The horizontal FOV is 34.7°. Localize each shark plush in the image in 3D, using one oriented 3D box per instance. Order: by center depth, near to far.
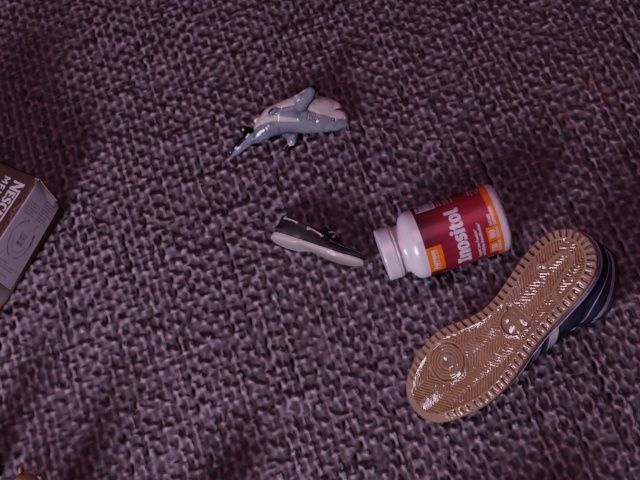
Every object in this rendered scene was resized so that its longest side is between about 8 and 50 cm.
[{"bbox_3d":[-0.047,-0.148,1.347,0.161,0.073,0.067,-25,95,-8],"label":"shark plush"}]

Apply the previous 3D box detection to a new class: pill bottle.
[{"bbox_3d":[0.146,-0.006,1.232,0.152,0.086,0.086,-19,64,1],"label":"pill bottle"}]

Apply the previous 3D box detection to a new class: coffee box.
[{"bbox_3d":[-0.459,0.018,1.308,0.141,0.098,0.246,24,71,18],"label":"coffee box"}]

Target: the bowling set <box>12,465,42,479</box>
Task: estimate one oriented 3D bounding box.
[{"bbox_3d":[-0.320,0.323,1.118,0.200,0.154,0.286,-17,65,1],"label":"bowling set"}]

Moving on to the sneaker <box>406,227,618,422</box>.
[{"bbox_3d":[0.229,0.102,1.176,0.282,0.153,0.099,-48,67,20],"label":"sneaker"}]

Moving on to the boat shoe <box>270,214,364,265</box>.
[{"bbox_3d":[0.000,0.000,1.276,0.125,0.046,0.038,16,74,24],"label":"boat shoe"}]
